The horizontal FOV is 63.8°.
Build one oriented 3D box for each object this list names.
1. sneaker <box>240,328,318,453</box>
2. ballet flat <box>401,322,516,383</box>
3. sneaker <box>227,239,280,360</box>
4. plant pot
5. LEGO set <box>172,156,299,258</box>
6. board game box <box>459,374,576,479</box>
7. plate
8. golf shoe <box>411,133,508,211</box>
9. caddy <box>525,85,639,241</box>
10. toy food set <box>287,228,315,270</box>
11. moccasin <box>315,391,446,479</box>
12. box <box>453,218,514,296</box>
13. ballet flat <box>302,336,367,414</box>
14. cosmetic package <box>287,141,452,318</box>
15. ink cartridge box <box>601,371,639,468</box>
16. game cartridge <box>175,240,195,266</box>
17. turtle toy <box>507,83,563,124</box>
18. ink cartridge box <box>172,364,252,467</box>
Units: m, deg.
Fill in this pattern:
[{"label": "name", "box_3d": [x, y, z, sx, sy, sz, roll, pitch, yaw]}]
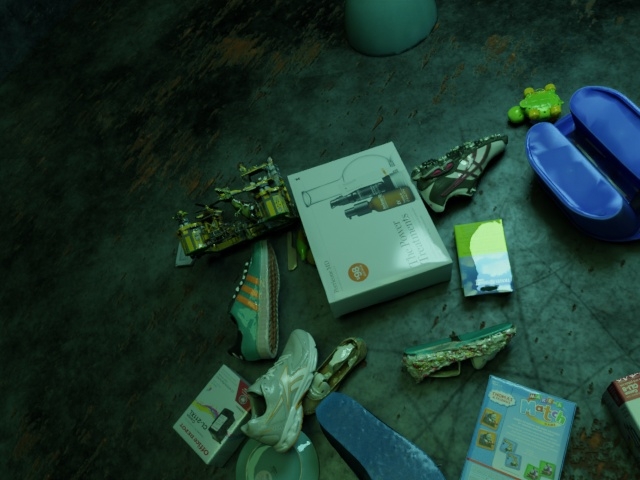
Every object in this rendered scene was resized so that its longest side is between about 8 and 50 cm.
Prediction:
[{"label": "sneaker", "box_3d": [-0.088, 0.299, 1.085, 0.099, 0.121, 0.262, -39, 31, 49]}, {"label": "ballet flat", "box_3d": [0.288, 0.234, 1.057, 0.241, 0.091, 0.077, -18, 88, 14]}, {"label": "sneaker", "box_3d": [-0.168, 0.138, 1.238, 0.121, 0.108, 0.302, -7, 62, 11]}, {"label": "plant pot", "box_3d": [0.195, -0.730, 1.540, 0.290, 0.195, 0.290, -8, 59, 15]}, {"label": "LEGO set", "box_3d": [-0.219, -0.100, 1.298, 0.331, 0.255, 0.192, -24, 84, 19]}, {"label": "board game box", "box_3d": [0.368, 0.380, 0.960, 0.160, 0.039, 0.211, 15, 69, 25]}, {"label": "plate", "box_3d": [-0.095, 0.481, 1.074, 0.188, 0.024, 0.188, -8, 61, 14]}, {"label": "golf shoe", "box_3d": [0.348, -0.171, 1.248, 0.273, 0.105, 0.120, -28, 99, -15]}, {"label": "caddy", "box_3d": [0.604, -0.160, 1.100, 0.241, 0.179, 0.341, -41, 54, 23]}, {"label": "toy food set", "box_3d": [0.000, 0.000, 1.297, 0.192, 0.038, 0.132, -14, 59, 12]}, {"label": "moccasin", "box_3d": [0.132, 0.424, 0.978, 0.138, 0.117, 0.342, -34, 51, -16]}, {"label": "box", "box_3d": [0.363, 0.043, 1.145, 0.109, 0.042, 0.178, -9, 60, 15]}, {"label": "ballet flat", "box_3d": [0.019, 0.287, 1.116, 0.073, 0.067, 0.206, 34, 78, 30]}, {"label": "cosmetic package", "box_3d": [0.106, -0.037, 1.227, 0.284, 0.097, 0.377, -20, 58, 0]}, {"label": "ink cartridge box", "box_3d": [0.589, 0.315, 0.866, 0.127, 0.128, 0.176, -21, 57, 8]}, {"label": "game cartridge", "box_3d": [-0.369, 0.033, 1.421, 0.056, 0.017, 0.083, -7, 60, 19]}, {"label": "turtle toy", "box_3d": [0.533, -0.327, 1.276, 0.130, 0.066, 0.095, -7, 61, 16]}, {"label": "ink cartridge box", "box_3d": [-0.217, 0.388, 1.138, 0.127, 0.072, 0.175, 32, 76, 29]}]
